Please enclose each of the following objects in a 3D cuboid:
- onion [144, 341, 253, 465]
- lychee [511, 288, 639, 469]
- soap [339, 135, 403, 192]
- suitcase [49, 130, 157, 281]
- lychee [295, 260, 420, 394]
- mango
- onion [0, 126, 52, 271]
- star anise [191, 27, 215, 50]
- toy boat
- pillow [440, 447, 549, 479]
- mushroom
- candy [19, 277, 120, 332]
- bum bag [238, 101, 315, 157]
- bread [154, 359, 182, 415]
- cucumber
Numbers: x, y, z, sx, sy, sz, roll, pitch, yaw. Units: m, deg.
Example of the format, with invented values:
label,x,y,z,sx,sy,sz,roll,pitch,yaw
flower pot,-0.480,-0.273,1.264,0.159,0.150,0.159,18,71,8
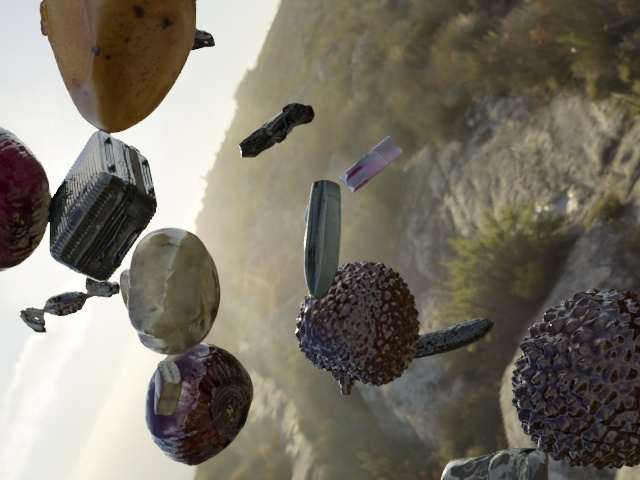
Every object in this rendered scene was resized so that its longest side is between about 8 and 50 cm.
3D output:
label,x,y,z,sx,sy,sz,roll,pitch,yaw
onion,-0.359,0.444,2.315,0.282,0.260,0.337,15,65,44
lychee,0.478,0.231,1.356,0.330,0.306,0.306,-40,12,3
soap,0.116,-0.176,1.963,0.100,0.056,0.149,-38,0,-39
suitcase,-0.407,-0.072,1.525,0.202,0.128,0.312,-53,29,12
lychee,0.087,0.194,1.838,0.276,0.276,0.304,151,134,-75
mango,-0.261,-0.279,1.105,0.191,0.160,0.290,-23,-40,-41
onion,-0.739,-0.116,1.843,0.348,0.348,0.385,-62,1,26
star anise,-0.346,-0.410,1.596,0.129,0.283,0.212,115,158,-75
toy boat,0.000,0.000,1.745,0.085,0.078,0.260,-22,59,50
pillow,0.315,0.461,1.552,0.255,0.059,0.169,-26,34,42
mushroom,-0.199,0.067,1.077,0.166,0.127,0.166,-9,-90,-82
candy,-0.565,0.139,1.873,0.226,0.094,0.051,-26,-43,-30
bum bag,-0.104,-0.250,1.844,0.197,0.049,0.087,-34,-19,12
bread,-0.292,0.278,1.588,0.062,0.043,0.109,-37,50,54
cucumber,0.299,0.238,1.975,0.067,0.245,0.067,-15,-90,-80
